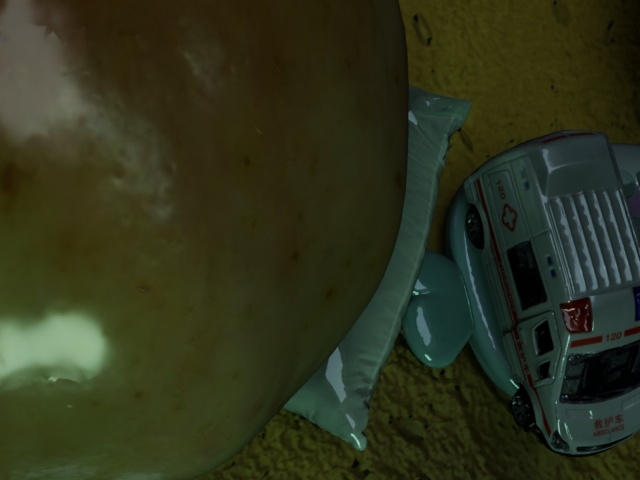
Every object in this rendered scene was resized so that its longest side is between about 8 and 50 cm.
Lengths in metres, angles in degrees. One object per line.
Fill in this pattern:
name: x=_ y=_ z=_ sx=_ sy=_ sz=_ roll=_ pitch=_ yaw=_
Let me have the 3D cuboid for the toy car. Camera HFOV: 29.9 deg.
toy car: x=0.166 y=0.034 z=0.780 sx=0.089 sy=0.108 sz=0.209 roll=-10 pitch=80 yaw=-18

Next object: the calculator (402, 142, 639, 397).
calculator: x=0.189 y=0.023 z=0.871 sx=0.299 sy=0.041 sz=0.185 roll=-13 pitch=81 yaw=-20

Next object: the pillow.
pillow: x=-0.001 y=0.000 z=0.799 sx=0.144 sy=0.078 sz=0.254 roll=15 pitch=72 yaw=11

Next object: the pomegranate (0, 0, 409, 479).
pomegranate: x=-0.144 y=-0.055 z=0.628 sx=0.412 sy=0.411 sz=0.411 roll=4 pitch=75 yaw=-16
